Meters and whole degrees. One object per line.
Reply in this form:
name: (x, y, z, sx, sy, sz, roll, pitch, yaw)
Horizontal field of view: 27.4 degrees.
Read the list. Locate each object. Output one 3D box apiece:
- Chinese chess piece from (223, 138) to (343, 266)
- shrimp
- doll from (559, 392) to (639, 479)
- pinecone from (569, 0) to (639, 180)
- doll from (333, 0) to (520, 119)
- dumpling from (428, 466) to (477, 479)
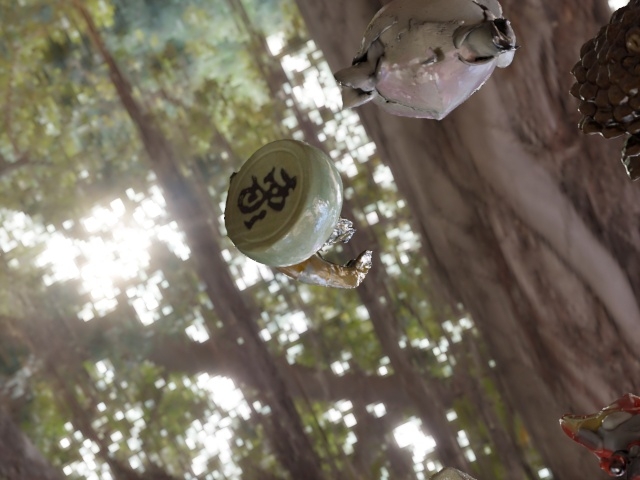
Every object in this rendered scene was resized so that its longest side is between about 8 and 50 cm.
Chinese chess piece: (-0.042, -0.042, 1.443, 0.144, 0.058, 0.144, -21, -123, 36)
shrimp: (0.010, 0.010, 1.715, 0.145, 0.059, 0.254, 42, -158, 29)
doll: (0.249, 0.158, 1.020, 0.109, 0.057, 0.169, -9, -167, 6)
pinecone: (0.408, -0.146, 1.329, 0.246, 0.292, 0.246, -44, -147, 39)
doll: (0.093, -0.160, 1.055, 0.149, 0.095, 0.192, -12, -159, 16)
dumpling: (0.106, 0.203, 0.930, 0.057, 0.076, 0.052, -41, -158, 27)
